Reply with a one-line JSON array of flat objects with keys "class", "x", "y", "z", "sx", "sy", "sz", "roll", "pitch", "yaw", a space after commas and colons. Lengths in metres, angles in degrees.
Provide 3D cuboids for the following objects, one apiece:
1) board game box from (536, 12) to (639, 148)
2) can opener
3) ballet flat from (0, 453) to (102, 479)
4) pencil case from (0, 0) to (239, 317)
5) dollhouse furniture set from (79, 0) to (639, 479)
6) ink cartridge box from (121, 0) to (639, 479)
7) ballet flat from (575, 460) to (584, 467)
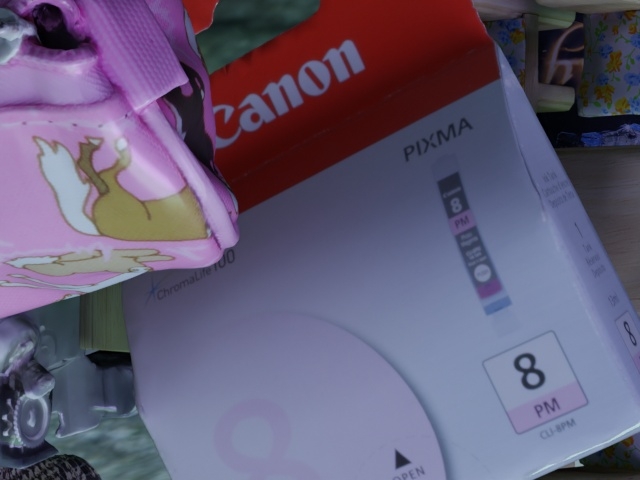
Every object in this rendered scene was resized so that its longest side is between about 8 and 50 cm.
[{"class": "board game box", "x": 0.221, "y": -0.050, "z": 0.900, "sx": 0.243, "sy": 0.165, "sz": 0.042, "roll": -15, "pitch": 159, "yaw": -11}, {"class": "can opener", "x": -0.119, "y": 0.048, "z": 0.916, "sx": 0.095, "sy": 0.076, "sz": 0.283, "roll": 1, "pitch": -172, "yaw": 24}, {"class": "ballet flat", "x": -0.222, "y": 0.186, "z": 0.936, "sx": 0.164, "sy": 0.182, "sz": 0.483, "roll": -50, "pitch": 155, "yaw": 12}, {"class": "pencil case", "x": -0.226, "y": -0.008, "z": 0.642, "sx": 0.386, "sy": 0.160, "sz": 0.167, "roll": -18, "pitch": 131, "yaw": 2}, {"class": "dollhouse furniture set", "x": 0.034, "y": -0.002, "z": 0.810, "sx": 0.242, "sy": 0.212, "sz": 0.161, "roll": 0, "pitch": 179, "yaw": 44}, {"class": "ink cartridge box", "x": 0.000, "y": 0.000, "z": 0.731, "sx": 0.189, "sy": 0.232, "sz": 0.066, "roll": -27, "pitch": -179, "yaw": 23}, {"class": "ballet flat", "x": 0.240, "y": 0.151, "z": 1.560, "sx": 0.241, "sy": 0.077, "sz": 0.091, "roll": -22, "pitch": 160, "yaw": 10}]
